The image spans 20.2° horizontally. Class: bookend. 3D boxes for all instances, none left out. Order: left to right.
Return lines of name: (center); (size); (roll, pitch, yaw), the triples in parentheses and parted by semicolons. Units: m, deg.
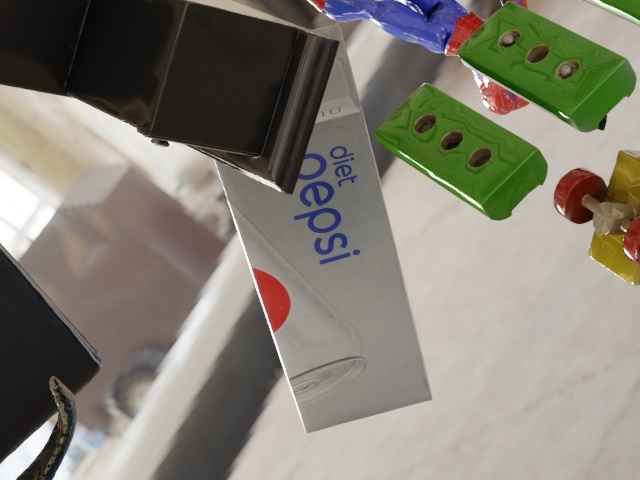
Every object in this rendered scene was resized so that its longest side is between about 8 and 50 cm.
bookend: (-0.105, -0.085, 0.783); (0.157, 0.156, 0.072); (26, 103, 43)

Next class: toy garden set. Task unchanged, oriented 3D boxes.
toy garden set: (0.177, -0.090, 0.950); (0.244, 0.049, 0.204); (-44, 39, -7)

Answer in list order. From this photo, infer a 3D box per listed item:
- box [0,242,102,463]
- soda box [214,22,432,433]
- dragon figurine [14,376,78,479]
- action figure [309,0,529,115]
box: (-0.371, 0.097, 1.320); (0.293, 0.212, 0.395); (-43, 14, -14)
soda box: (0.000, 0.000, 1.187); (0.098, 0.286, 0.091); (-14, 46, 1)
dragon figurine: (-0.214, 0.187, 0.927); (0.289, 0.085, 0.144); (-32, 25, 33)
action figure: (0.092, -0.192, 1.403); (0.091, 0.280, 0.139); (-53, -12, -27)
